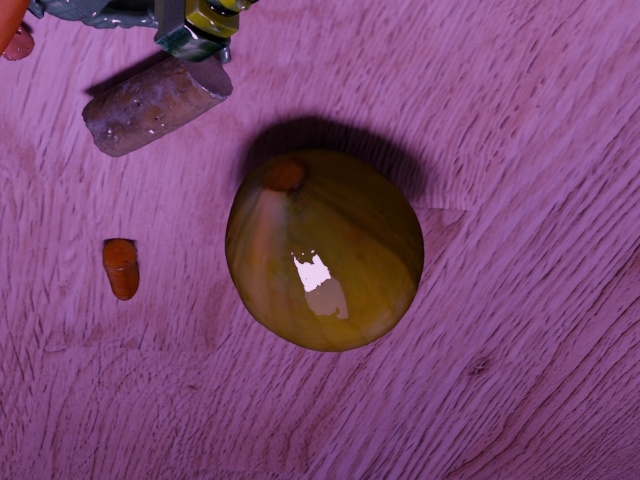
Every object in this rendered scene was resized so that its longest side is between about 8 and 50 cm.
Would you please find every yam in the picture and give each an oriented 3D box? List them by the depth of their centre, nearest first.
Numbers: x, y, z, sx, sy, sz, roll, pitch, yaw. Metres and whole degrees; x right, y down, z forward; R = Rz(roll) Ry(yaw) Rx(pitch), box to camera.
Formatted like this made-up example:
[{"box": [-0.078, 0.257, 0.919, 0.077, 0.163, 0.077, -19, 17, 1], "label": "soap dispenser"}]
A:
[{"box": [-0.180, -0.153, 2.077, 0.179, 0.078, 0.078, -25, 146, 36], "label": "yam"}]

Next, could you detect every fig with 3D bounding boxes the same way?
[{"box": [0.000, 0.000, 2.225, 0.239, 0.239, 0.271, -8, 151, 10], "label": "fig"}]

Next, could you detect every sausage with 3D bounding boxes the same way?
[{"box": [-0.338, -0.235, 1.944, 0.042, 0.036, 0.158, -34, 151, -4], "label": "sausage"}]

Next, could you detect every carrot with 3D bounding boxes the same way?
[{"box": [-0.259, 0.045, 2.504, 0.048, 0.048, 0.139, -2, 156, -1], "label": "carrot"}]

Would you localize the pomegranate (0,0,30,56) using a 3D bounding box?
[{"box": [-0.369, -0.236, 1.676, 0.229, 0.270, 0.252, 26, 146, -38], "label": "pomegranate"}]

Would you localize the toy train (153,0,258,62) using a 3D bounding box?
[{"box": [-0.075, -0.263, 1.801, 0.083, 0.132, 0.200, 18, 149, -37], "label": "toy train"}]

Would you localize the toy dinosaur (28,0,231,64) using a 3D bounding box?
[{"box": [-0.212, -0.251, 1.880, 0.292, 0.079, 0.120, 10, 157, -17], "label": "toy dinosaur"}]
